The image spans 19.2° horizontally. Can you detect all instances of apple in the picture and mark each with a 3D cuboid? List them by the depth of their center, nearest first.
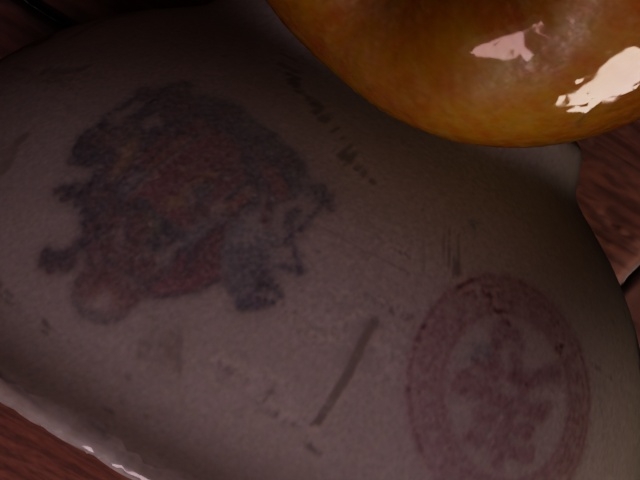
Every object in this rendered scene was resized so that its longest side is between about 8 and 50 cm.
[{"bbox_3d":[0.077,-0.164,0.706,0.264,0.264,0.264,13,136,12],"label":"apple"}]

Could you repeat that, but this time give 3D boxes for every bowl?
[{"bbox_3d":[0.000,0.000,0.887,0.435,0.435,0.196,29,93,-4],"label":"bowl"}]
